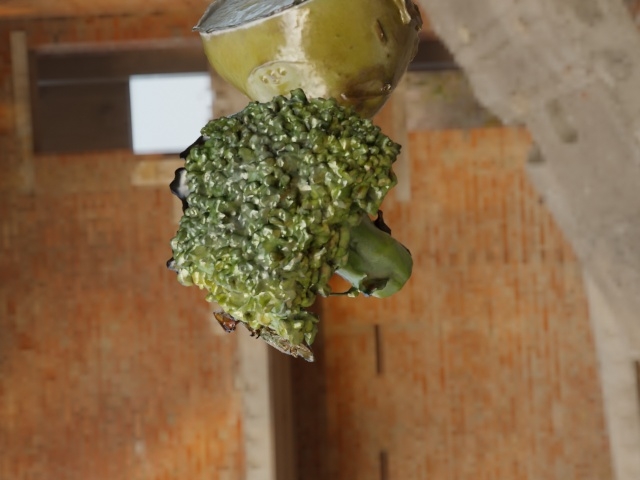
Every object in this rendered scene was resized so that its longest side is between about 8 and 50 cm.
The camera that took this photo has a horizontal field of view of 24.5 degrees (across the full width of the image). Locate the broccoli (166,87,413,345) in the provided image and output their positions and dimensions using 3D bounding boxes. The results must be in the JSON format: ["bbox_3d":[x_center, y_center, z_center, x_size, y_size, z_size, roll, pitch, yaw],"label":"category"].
[{"bbox_3d":[-0.005,-0.002,1.388,0.242,0.273,0.180,-52,21,6],"label":"broccoli"}]

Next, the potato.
[{"bbox_3d":[-0.009,-0.238,1.834,0.196,0.246,0.300,66,166,-20],"label":"potato"}]

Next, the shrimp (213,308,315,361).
[{"bbox_3d":[-0.063,0.106,1.652,0.091,0.127,0.025,9,-75,-65],"label":"shrimp"}]
